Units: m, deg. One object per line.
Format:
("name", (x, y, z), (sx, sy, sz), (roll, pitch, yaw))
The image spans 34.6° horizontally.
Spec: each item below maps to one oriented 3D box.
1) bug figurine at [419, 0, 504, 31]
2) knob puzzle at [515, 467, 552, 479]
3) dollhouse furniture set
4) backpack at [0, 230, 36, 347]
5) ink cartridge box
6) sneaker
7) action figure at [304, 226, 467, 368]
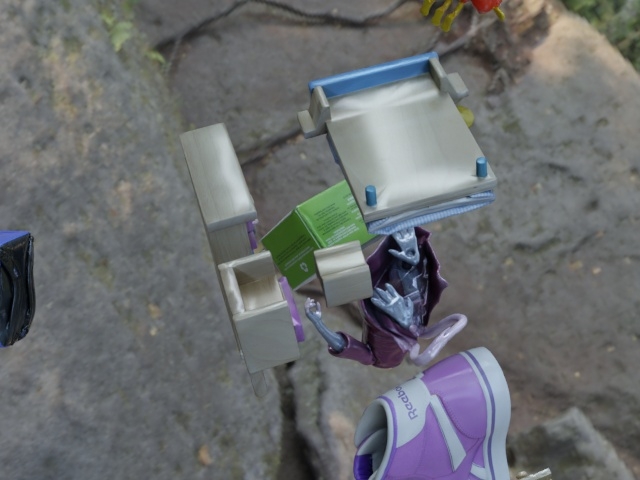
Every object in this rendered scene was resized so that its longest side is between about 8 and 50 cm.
("bug figurine", (0.151, -0.363, 1.084), (0.216, 0.279, 0.072), (40, 59, 7))
("knob puzzle", (0.289, 0.424, 1.690), (0.213, 0.213, 0.030), (11, 48, -47))
("dollhouse furniture set", (0.047, 0.000, 1.004), (0.198, 0.303, 0.286), (80, -9, -45))
("backpack", (-0.364, 0.054, 1.123), (0.098, 0.101, 0.120), (-41, 131, -72))
("ink cartridge box", (0.000, 0.000, 1.553), (0.189, 0.255, 0.097), (-30, 84, -35))
("sneaker", (0.109, 0.230, 1.075), (0.102, 0.161, 0.282), (-124, -164, -45))
("action figure", (0.141, 0.137, 1.827), (0.248, 0.370, 0.276), (-36, 66, -25))
